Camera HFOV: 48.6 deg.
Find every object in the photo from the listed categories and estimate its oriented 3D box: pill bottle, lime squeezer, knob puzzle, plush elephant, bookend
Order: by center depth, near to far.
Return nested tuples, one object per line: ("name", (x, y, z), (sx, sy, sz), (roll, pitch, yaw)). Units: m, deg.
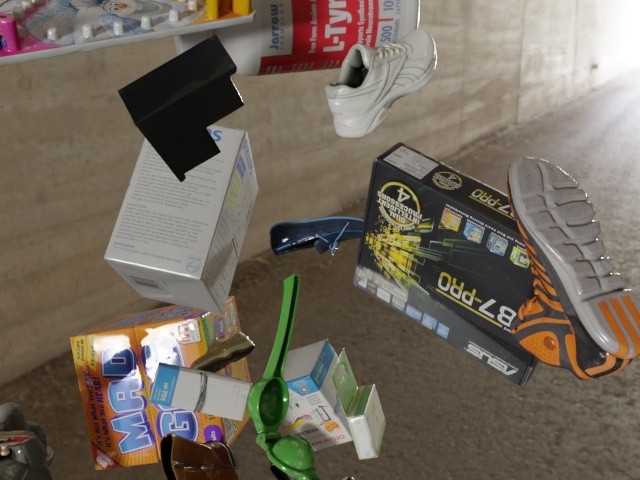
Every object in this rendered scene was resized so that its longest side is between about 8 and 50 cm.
("lime squeezer", (-0.019, 0.199, 0.764), (0.110, 0.310, 0.059), (-25, -26, 10))
("bookend", (-0.177, -0.185, 1.015), (0.157, 0.156, 0.072), (-31, 62, -1))
("pill bottle", (-0.052, -0.411, 1.244), (0.408, 0.228, 0.229), (-9, 17, -13))
("knob puzzle", (-0.682, 0.424, 1.447), (0.213, 0.029, 0.213), (-13, -19, -5))
("plush elephant", (-0.748, 0.569, 1.661), (0.256, 0.330, 0.271), (-16, 39, 37))

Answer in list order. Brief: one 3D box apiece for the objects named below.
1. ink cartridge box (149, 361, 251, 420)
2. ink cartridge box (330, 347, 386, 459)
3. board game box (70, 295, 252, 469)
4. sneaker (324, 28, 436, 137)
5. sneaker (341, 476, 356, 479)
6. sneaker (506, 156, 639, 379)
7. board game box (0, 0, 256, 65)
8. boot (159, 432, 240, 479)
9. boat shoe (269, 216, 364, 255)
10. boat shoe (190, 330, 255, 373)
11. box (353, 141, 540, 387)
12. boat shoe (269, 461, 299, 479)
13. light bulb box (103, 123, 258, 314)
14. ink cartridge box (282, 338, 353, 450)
("ink cartridge box", (-0.251, 0.310, 1.467), (0.191, 0.082, 0.139), (15, -10, -10))
("ink cartridge box", (0.100, 0.407, 1.796), (0.056, 0.235, 0.171), (-13, 12, 16))
("board game box", (-0.415, 0.377, 1.960), (0.357, 0.356, 0.356), (-10, 2, 8))
("sneaker", (0.096, -0.268, 1.097), (0.090, 0.115, 0.232), (20, 61, 42))
("sneaker", (0.124, 0.593, 1.514), (0.121, 0.079, 0.216), (-27, 47, 11))
("sneaker", (0.317, 0.049, 1.003), (0.125, 0.321, 0.180), (-5, -29, -21))
("board game box", (-0.347, -0.381, 0.976), (0.390, 0.050, 0.390), (-20, 50, -30))
("boot", (-0.241, 0.565, 1.584), (0.096, 0.264, 0.280), (-20, -23, 12))
("boat shoe", (0.000, 0.000, 1.821), (0.258, 0.089, 0.109), (-8, -25, 15))
("boat shoe", (-0.246, 0.267, 1.694), (0.072, 0.068, 0.190), (51, 35, 17))
("box", (0.255, 0.042, 1.288), (0.395, 0.318, 0.097), (31, 48, 25))
("boat shoe", (-0.045, 0.615, 1.738), (0.080, 0.228, 0.076), (-33, 5, 28))
("light bulb box", (-0.310, -0.051, 1.688), (0.225, 0.360, 0.358), (12, -18, 4))
("ink cartridge box", (-0.015, 0.426, 1.932), (0.171, 0.232, 0.168), (-23, 19, 27))
